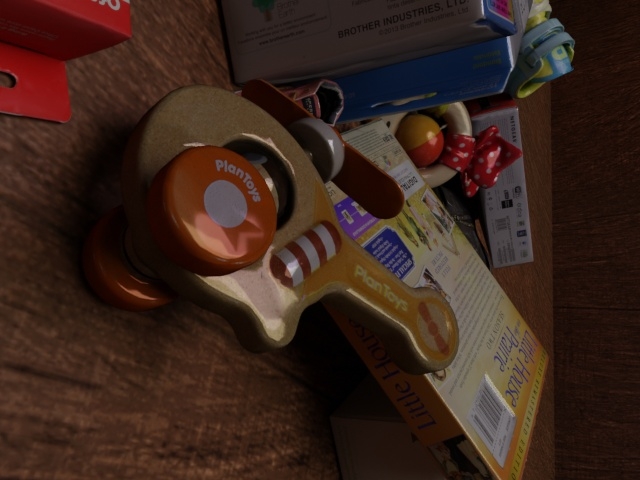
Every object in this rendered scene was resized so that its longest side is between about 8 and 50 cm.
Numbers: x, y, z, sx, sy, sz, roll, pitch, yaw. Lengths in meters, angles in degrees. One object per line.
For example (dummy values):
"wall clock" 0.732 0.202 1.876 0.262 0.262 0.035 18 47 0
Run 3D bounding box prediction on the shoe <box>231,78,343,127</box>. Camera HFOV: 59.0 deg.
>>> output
"shoe" -0.043 -0.135 0.594 0.178 0.081 0.063 -36 117 -56

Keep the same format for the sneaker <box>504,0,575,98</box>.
"sneaker" 0.332 -0.371 0.886 0.127 0.208 0.319 -26 144 -18

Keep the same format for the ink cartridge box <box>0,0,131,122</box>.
"ink cartridge box" -0.195 -0.201 0.347 0.134 0.078 0.231 -4 89 -60

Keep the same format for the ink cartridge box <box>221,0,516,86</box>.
"ink cartridge box" 0.025 -0.377 0.558 0.151 0.270 0.395 -27 109 -60

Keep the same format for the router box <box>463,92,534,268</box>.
"router box" 0.344 -0.166 1.149 0.301 0.082 0.335 -84 158 -55

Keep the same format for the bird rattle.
"bird rattle" 0.181 -0.168 0.900 0.253 0.207 0.143 62 -3 -30

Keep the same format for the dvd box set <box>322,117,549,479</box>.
"dvd box set" 0.122 0.055 0.697 0.420 0.062 0.307 54 34 -1

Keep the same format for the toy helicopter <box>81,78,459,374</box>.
"toy helicopter" 0.000 0.000 0.493 0.355 0.140 0.235 37 51 -26

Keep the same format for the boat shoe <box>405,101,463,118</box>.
"boat shoe" 0.178 -0.365 0.983 0.111 0.104 0.307 -50 127 -51

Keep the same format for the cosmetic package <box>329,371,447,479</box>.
"cosmetic package" 0.175 0.257 0.835 0.365 0.155 0.197 -24 106 -57

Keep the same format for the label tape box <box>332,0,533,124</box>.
"label tape box" 0.130 -0.286 0.745 0.348 0.249 0.115 -58 134 -46

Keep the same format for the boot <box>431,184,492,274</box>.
"boot" 0.228 0.002 1.049 0.229 0.091 0.263 -5 85 -56
